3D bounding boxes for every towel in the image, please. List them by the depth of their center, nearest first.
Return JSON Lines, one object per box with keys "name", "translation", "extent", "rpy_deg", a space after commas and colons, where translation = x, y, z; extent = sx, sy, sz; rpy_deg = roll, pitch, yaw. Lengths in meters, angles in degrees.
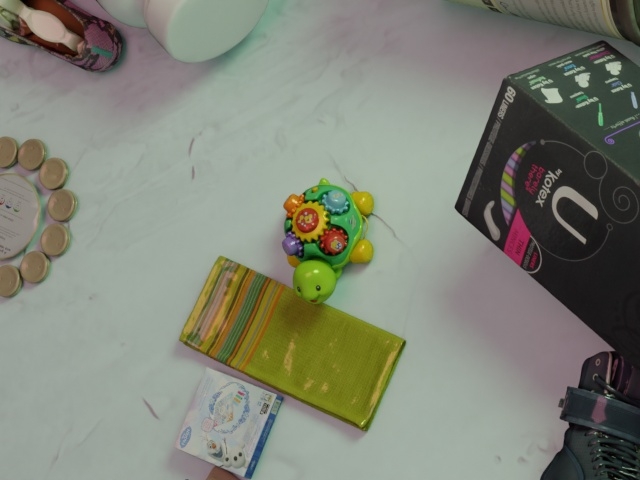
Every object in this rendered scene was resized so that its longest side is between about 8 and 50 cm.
{"name": "towel", "translation": [-0.032, 0.102, 1.897], "extent": [0.237, 0.021, 0.102], "rpy_deg": [23, 92, 30]}

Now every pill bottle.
{"name": "pill bottle", "translation": [-0.192, -0.337, 1.985], "extent": [0.176, 0.176, 0.318], "rpy_deg": [-46, 62, 12]}

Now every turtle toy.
{"name": "turtle toy", "translation": [0.000, 0.000, 1.875], "extent": [0.095, 0.066, 0.130], "rpy_deg": [-5, 77, 27]}

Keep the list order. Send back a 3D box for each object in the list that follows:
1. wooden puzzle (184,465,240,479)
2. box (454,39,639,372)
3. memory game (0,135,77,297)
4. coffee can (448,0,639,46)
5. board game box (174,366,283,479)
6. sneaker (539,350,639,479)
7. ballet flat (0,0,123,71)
{"name": "wooden puzzle", "translation": [-0.098, 0.275, 1.902], "extent": [0.116, 0.014, 0.078], "rpy_deg": [41, 95, 28]}
{"name": "box", "translation": [0.275, -0.026, 1.655], "extent": [0.270, 0.143, 0.165], "rpy_deg": [42, 135, 28]}
{"name": "memory game", "translation": [-0.349, -0.027, 2.099], "extent": [0.186, 0.012, 0.186], "rpy_deg": [-6, 77, 26]}
{"name": "coffee can", "translation": [0.208, -0.303, 1.749], "extent": [0.275, 0.201, 0.201], "rpy_deg": [17, 88, 30]}
{"name": "board game box", "translation": [-0.093, 0.185, 1.909], "extent": [0.090, 0.020, 0.090], "rpy_deg": [19, 84, 29]}
{"name": "sneaker", "translation": [0.258, 0.179, 1.629], "extent": [0.086, 0.226, 0.163], "rpy_deg": [26, 88, -10]}
{"name": "ballet flat", "translation": [-0.317, -0.248, 2.090], "extent": [0.221, 0.079, 0.077], "rpy_deg": [27, 94, 30]}
